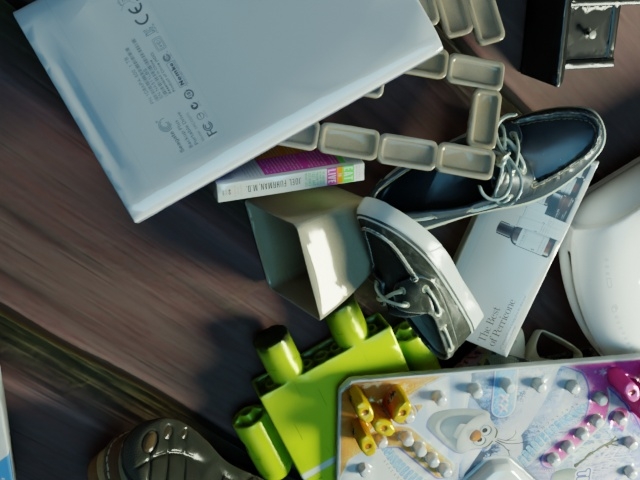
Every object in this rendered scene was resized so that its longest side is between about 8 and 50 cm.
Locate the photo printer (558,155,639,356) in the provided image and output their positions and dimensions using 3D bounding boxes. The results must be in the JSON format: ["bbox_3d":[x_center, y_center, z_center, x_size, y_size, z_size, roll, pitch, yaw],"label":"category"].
[{"bbox_3d":[0.435,0.006,1.064,0.307,0.107,0.256,-30,118,-6],"label":"photo printer"}]

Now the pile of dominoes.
[{"bbox_3d":[0.055,-0.172,0.861,0.251,0.040,0.196,9,87,-10],"label":"pile of dominoes"}]

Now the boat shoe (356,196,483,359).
[{"bbox_3d":[0.094,0.045,0.893,0.070,0.078,0.219,-52,128,-15],"label":"boat shoe"}]

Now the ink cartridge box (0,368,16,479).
[{"bbox_3d":[-0.402,0.207,0.861,0.190,0.082,0.140,-8,113,-18],"label":"ink cartridge box"}]

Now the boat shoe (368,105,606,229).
[{"bbox_3d":[0.168,-0.075,0.909,0.254,0.079,0.095,-16,85,11],"label":"boat shoe"}]

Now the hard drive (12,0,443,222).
[{"bbox_3d":[-0.078,-0.185,0.798,0.318,0.040,0.210,-30,92,-6],"label":"hard drive"}]

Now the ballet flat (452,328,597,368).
[{"bbox_3d":[0.252,0.146,1.082,0.221,0.077,0.079,9,89,-28],"label":"ballet flat"}]

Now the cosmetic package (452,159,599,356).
[{"bbox_3d":[0.211,0.001,0.989,0.099,0.060,0.239,23,103,5],"label":"cosmetic package"}]

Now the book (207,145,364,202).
[{"bbox_3d":[-0.041,-0.075,0.867,0.144,0.096,0.035,-9,117,-16],"label":"book"}]

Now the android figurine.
[{"bbox_3d":[0.030,0.194,1.024,0.248,0.056,0.273,-29,117,-7],"label":"android figurine"}]

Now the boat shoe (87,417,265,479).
[{"bbox_3d":[-0.126,0.316,0.993,0.120,0.122,0.324,-23,119,33],"label":"boat shoe"}]

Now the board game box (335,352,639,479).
[{"bbox_3d":[0.211,0.330,1.050,0.390,0.050,0.390,-3,111,-10],"label":"board game box"}]

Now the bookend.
[{"bbox_3d":[0.303,-0.250,0.934,0.156,0.072,0.157,-6,113,-18],"label":"bookend"}]

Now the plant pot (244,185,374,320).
[{"bbox_3d":[0.000,0.000,0.912,0.096,0.109,0.109,-26,118,-23],"label":"plant pot"}]
